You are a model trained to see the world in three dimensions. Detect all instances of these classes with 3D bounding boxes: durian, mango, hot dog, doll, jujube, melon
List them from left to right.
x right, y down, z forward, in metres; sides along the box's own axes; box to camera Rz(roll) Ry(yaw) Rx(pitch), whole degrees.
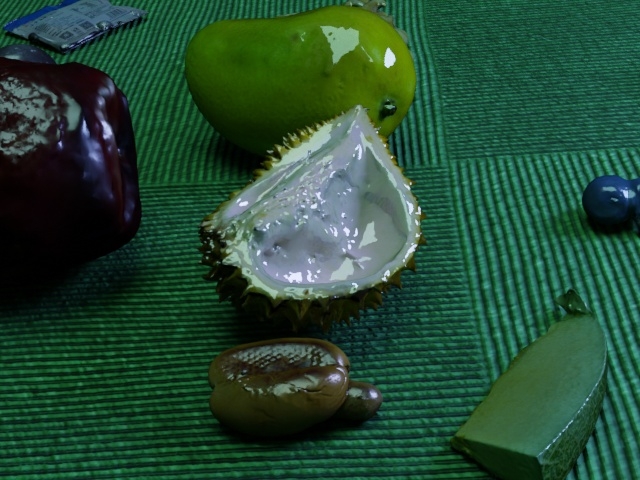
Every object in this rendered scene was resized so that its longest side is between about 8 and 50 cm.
[{"bbox_3d":[-0.355,-0.076,1.119,0.377,0.258,0.258,8,34,12],"label":"jujube"},{"bbox_3d":[-0.022,0.121,0.908,0.140,0.060,0.090,-12,36,3],"label":"hot dog"},{"bbox_3d":[-0.024,-0.175,1.276,0.273,0.149,0.185,-4,76,16],"label":"mango"},{"bbox_3d":[-0.008,0.003,1.024,0.183,0.138,0.249,38,47,4],"label":"durian"},{"bbox_3d":[0.182,0.119,0.903,0.114,0.053,0.262,-10,23,30],"label":"melon"},{"bbox_3d":[0.308,-0.042,1.120,0.083,0.050,0.076,0,28,13],"label":"doll"}]

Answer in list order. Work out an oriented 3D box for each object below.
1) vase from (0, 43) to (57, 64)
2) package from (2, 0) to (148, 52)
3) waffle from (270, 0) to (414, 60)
[{"bbox_3d":[-0.352,-0.169,1.382,0.183,0.120,0.120,35,48,27],"label":"vase"},{"bbox_3d":[-0.388,-0.349,1.746,0.173,0.027,0.171,23,45,39],"label":"package"},{"bbox_3d":[-0.024,-0.254,1.487,0.297,0.073,0.317,-9,32,-3],"label":"waffle"}]
